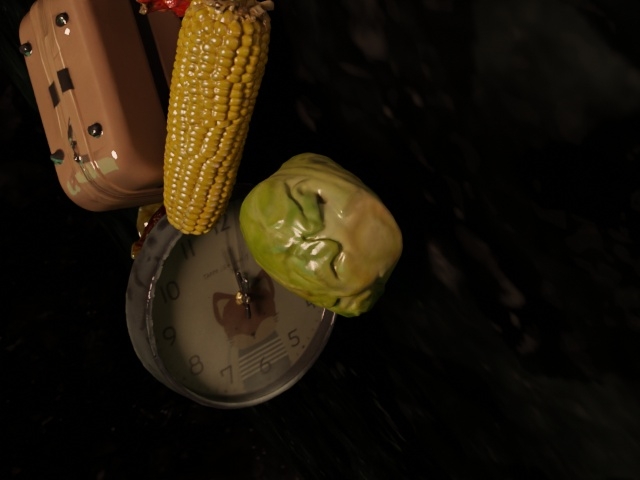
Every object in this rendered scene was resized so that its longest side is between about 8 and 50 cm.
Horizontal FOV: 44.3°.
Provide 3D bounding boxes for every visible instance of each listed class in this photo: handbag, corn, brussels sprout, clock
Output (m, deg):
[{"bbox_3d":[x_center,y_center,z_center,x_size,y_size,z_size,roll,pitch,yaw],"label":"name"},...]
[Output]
[{"bbox_3d":[-0.249,-0.197,1.092,0.149,0.283,0.301,-26,77,32],"label":"handbag"},{"bbox_3d":[-0.133,-0.146,0.929,0.106,0.106,0.305,41,127,34],"label":"corn"},{"bbox_3d":[0.000,0.000,0.955,0.223,0.161,0.223,54,166,20],"label":"brussels sprout"},{"bbox_3d":[-0.112,0.082,1.120,0.067,0.325,0.325,16,139,53],"label":"clock"}]

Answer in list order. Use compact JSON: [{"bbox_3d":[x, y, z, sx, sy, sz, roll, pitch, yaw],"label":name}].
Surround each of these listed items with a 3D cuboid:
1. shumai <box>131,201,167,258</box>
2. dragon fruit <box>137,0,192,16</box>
[{"bbox_3d":[-0.156,-0.008,1.311,0.330,0.292,0.288,20,107,50],"label":"shumai"},{"bbox_3d":[-0.190,-0.320,0.929,0.153,0.111,0.153,45,156,27],"label":"dragon fruit"}]
